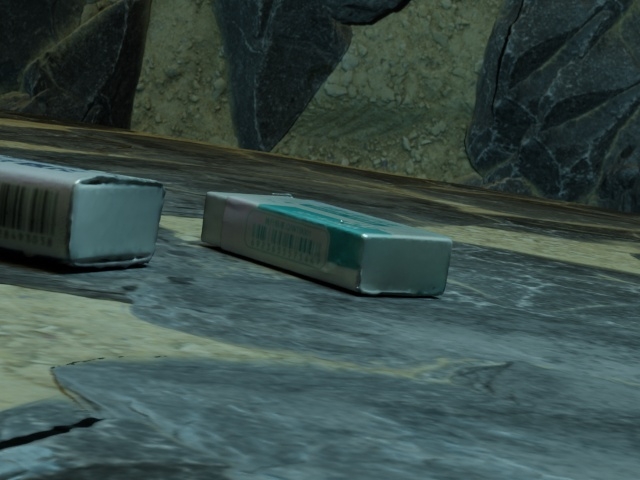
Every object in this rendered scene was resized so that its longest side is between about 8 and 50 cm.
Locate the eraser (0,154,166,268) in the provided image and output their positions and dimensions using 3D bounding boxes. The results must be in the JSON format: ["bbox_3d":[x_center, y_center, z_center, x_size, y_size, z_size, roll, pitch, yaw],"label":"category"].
[{"bbox_3d":[-0.237,-0.029,1.050,0.210,0.068,0.124,10,7,23],"label":"eraser"}]

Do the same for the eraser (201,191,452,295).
[{"bbox_3d":[0.000,0.000,1.179,0.096,0.052,0.225,2,8,-37],"label":"eraser"}]
